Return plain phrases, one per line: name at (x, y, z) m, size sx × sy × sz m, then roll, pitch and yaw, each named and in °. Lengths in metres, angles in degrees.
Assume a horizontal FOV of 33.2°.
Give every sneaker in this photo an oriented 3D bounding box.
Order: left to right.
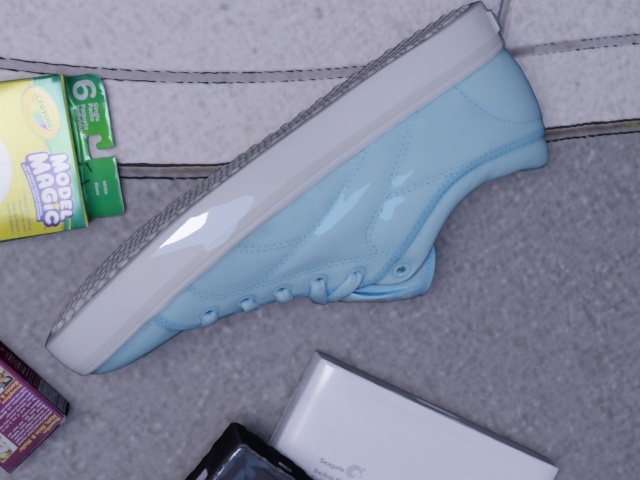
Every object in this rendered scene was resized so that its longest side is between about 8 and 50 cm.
sneaker at (0.000, 0.000, 0.703) m, size 0.366 × 0.135 × 0.150 m, roll -36°, pitch 99°, yaw -3°

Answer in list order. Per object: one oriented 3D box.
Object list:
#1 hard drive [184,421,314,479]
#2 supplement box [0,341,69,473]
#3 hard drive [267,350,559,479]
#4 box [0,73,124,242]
hard drive at (0.000, 0.315, 0.738) m, size 0.339 × 0.064 × 0.237 m, roll 38°, pitch 89°, yaw -12°
supplement box at (-0.218, 0.106, 0.722) m, size 0.055 × 0.043 × 0.083 m, roll -45°, pitch 102°, yaw -2°
hard drive at (0.018, 0.260, 0.787) m, size 0.203 × 0.040 × 0.307 m, roll 26°, pitch 92°, yaw -13°
box at (-0.224, -0.049, 0.703) m, size 0.179 × 0.043 × 0.105 m, roll -10°, pitch 99°, yaw -11°
